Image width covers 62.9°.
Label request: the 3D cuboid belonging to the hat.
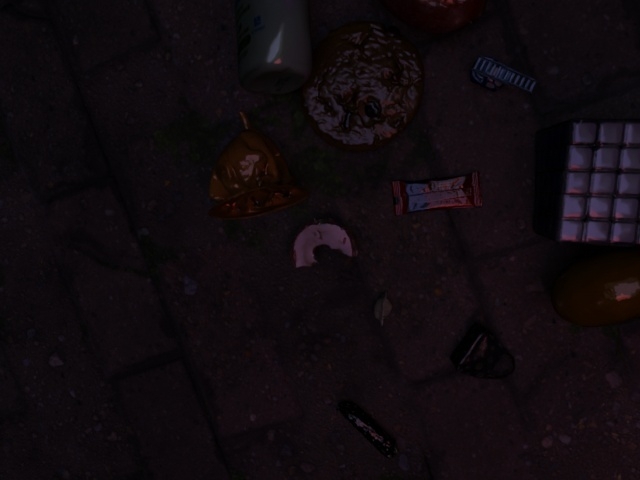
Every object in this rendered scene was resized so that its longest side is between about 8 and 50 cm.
[{"bbox_3d":[-0.161,-0.190,1.180,0.233,0.244,0.233,-12,81,3],"label":"hat"}]

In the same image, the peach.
[{"bbox_3d":[0.590,0.096,1.054,0.251,0.251,0.153,-18,69,11],"label":"peach"}]

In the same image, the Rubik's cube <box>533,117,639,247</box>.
[{"bbox_3d":[0.566,-0.112,1.036,0.238,0.237,0.237,3,99,10],"label":"Rubik's cube"}]

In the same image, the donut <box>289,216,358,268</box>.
[{"bbox_3d":[0.000,0.000,1.233,0.166,0.065,0.117,-14,96,10],"label":"donut"}]

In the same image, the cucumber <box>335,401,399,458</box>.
[{"bbox_3d":[0.114,0.457,1.276,0.181,0.053,0.053,41,101,4],"label":"cucumber"}]

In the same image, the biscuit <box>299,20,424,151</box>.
[{"bbox_3d":[0.090,-0.344,1.171,0.296,0.075,0.296,1,97,9],"label":"biscuit"}]

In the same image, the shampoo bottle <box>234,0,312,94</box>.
[{"bbox_3d":[-0.106,-0.509,1.129,0.151,0.222,0.349,-1,86,-23],"label":"shampoo bottle"}]

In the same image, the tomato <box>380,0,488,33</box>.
[{"bbox_3d":[0.218,-0.537,1.082,0.309,0.170,0.309,-1,61,2],"label":"tomato"}]

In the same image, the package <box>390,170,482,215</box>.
[{"bbox_3d":[0.264,-0.107,1.196,0.200,0.022,0.083,-5,95,11],"label":"package"}]

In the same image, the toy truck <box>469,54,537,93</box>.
[{"bbox_3d":[0.389,-0.350,1.119,0.136,0.074,0.063,24,100,5],"label":"toy truck"}]

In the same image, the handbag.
[{"bbox_3d":[0.385,0.272,1.205,0.139,0.072,0.115,31,99,-8],"label":"handbag"}]

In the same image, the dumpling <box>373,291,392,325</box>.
[{"bbox_3d":[0.146,0.161,1.230,0.043,0.059,0.077,30,99,-4],"label":"dumpling"}]
